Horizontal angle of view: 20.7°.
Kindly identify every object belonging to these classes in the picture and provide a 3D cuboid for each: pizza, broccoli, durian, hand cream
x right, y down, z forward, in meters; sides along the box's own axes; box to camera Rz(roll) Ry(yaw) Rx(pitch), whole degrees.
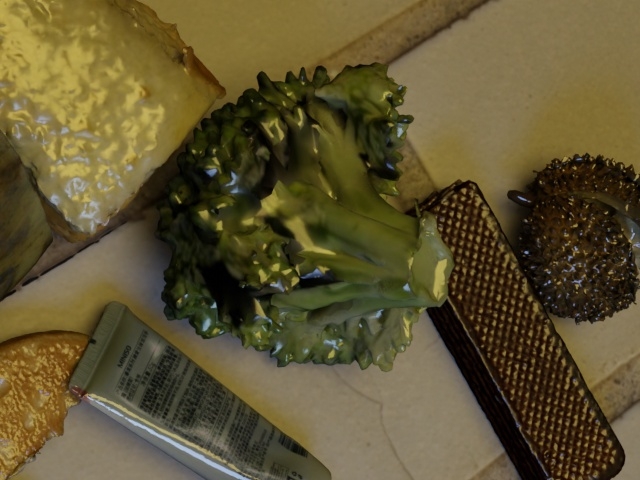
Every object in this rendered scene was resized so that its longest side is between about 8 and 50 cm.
[{"bbox_3d":[-0.322,0.177,1.735,0.127,0.058,0.246,36,66,-14],"label":"pizza"},{"bbox_3d":[0.000,0.011,1.771,0.293,0.281,0.348,-43,124,-35],"label":"broccoli"},{"bbox_3d":[0.297,-0.007,2.009,0.196,0.167,0.196,13,54,-18],"label":"durian"},{"bbox_3d":[-0.108,0.203,1.820,0.340,0.077,0.124,38,48,-17],"label":"hand cream"}]

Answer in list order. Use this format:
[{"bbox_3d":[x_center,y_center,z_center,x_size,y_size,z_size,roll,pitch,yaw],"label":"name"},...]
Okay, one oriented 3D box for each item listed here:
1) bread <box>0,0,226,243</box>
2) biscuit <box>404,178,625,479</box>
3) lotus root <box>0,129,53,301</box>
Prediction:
[{"bbox_3d":[-0.291,-0.202,1.735,0.375,0.165,0.236,46,72,-14],"label":"bread"},{"bbox_3d":[0.210,0.123,1.985,0.107,0.073,0.388,-33,98,-23],"label":"biscuit"},{"bbox_3d":[-0.430,0.025,1.599,0.250,0.250,0.346,47,67,-13],"label":"lotus root"}]
